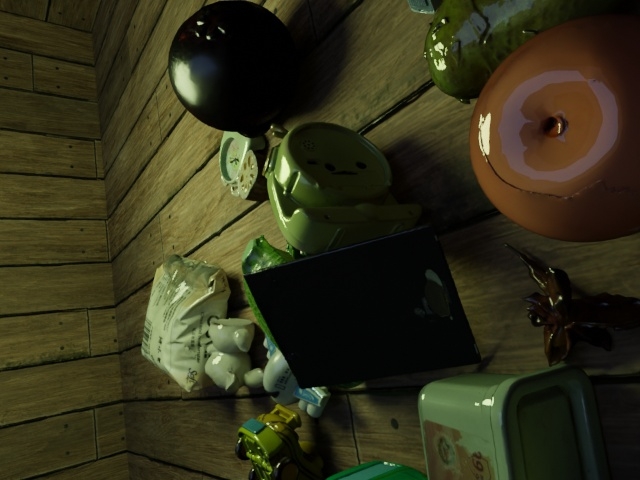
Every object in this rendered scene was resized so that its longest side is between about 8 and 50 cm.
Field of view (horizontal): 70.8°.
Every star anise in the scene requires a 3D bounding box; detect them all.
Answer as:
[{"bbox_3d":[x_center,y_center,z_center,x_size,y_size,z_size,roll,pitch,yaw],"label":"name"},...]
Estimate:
[{"bbox_3d":[0.311,0.067,0.575,0.141,0.144,0.158,30,134,-2],"label":"star anise"}]

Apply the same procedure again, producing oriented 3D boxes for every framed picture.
[{"bbox_3d":[0.059,0.122,0.718,0.324,0.013,0.244,-16,109,23],"label":"framed picture"}]

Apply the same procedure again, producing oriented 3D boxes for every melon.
[{"bbox_3d":[-0.026,0.133,0.827,0.323,0.124,0.196,39,126,-8],"label":"melon"}]

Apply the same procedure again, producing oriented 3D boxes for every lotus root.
[{"bbox_3d":[-0.159,-0.163,1.145,0.122,0.081,0.112,-57,47,37],"label":"lotus root"}]

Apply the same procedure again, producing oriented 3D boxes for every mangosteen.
[{"bbox_3d":[-0.191,-0.373,1.034,0.297,0.297,0.313,43,150,43],"label":"mangosteen"}]

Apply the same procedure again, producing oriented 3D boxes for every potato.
[{"bbox_3d":[0.259,-0.298,0.562,0.298,0.141,0.175,-30,80,41],"label":"potato"}]

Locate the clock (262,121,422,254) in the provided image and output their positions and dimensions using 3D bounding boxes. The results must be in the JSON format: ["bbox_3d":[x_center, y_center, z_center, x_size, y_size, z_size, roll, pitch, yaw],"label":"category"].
[{"bbox_3d":[0.016,-0.117,0.792,0.307,0.235,0.096,65,147,33],"label":"clock"}]

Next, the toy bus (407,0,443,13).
[{"bbox_3d":[0.138,-0.440,0.677,0.064,0.190,0.075,33,86,42],"label":"toy bus"}]

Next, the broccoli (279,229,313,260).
[{"bbox_3d":[0.000,0.000,0.893,0.196,0.156,0.195,-7,71,21],"label":"broccoli"}]

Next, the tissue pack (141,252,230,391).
[{"bbox_3d":[-0.421,0.241,1.401,0.390,0.195,0.375,13,97,51],"label":"tissue pack"}]

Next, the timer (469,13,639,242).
[{"bbox_3d":[0.282,-0.112,0.475,0.230,0.215,0.229,10,103,47],"label":"timer"}]

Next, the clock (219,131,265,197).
[{"bbox_3d":[-0.225,-0.222,1.243,0.151,0.062,0.190,46,126,41],"label":"clock"}]

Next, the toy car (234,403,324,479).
[{"bbox_3d":[-0.076,0.491,1.000,0.201,0.142,0.247,-1,113,53],"label":"toy car"}]

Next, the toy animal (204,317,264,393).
[{"bbox_3d":[-0.228,0.305,1.207,0.179,0.128,0.192,-13,78,50],"label":"toy animal"}]

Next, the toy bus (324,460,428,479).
[{"bbox_3d":[0.097,0.557,0.745,0.200,0.184,0.343,-2,88,56],"label":"toy bus"}]

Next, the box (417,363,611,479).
[{"bbox_3d":[0.241,0.321,0.582,0.182,0.176,0.311,-20,74,60],"label":"box"}]

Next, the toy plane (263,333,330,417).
[{"bbox_3d":[-0.056,0.257,0.990,0.267,0.123,0.266,6,98,54],"label":"toy plane"}]
